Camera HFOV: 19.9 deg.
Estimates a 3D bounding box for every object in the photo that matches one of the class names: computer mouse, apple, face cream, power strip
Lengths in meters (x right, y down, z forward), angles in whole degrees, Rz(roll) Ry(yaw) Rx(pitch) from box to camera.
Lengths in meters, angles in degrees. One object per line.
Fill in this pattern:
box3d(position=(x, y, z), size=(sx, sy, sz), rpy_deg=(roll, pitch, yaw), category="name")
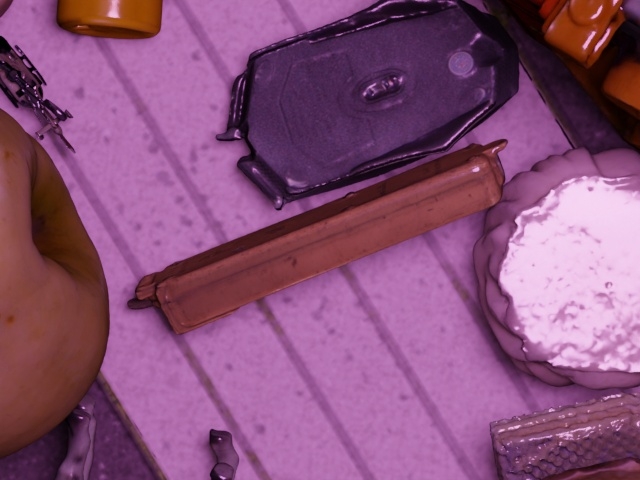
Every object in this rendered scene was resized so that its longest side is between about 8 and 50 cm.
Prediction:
box3d(position=(0.037, -0.100, 1.347), size=(0.231, 0.071, 0.126), rpy_deg=(-21, 76, 7), category="computer mouse")
box3d(position=(-0.274, 0.027, 1.250), size=(0.262, 0.262, 0.262), rpy_deg=(0, 88, -1), category="apple")
box3d(position=(-0.146, -0.289, 1.342), size=(0.078, 0.078, 0.273), rpy_deg=(4, 88, -1), category="face cream")
box3d(position=(0.000, 0.000, 1.325), size=(0.305, 0.064, 0.044), rpy_deg=(-21, 104, 8), category="power strip")

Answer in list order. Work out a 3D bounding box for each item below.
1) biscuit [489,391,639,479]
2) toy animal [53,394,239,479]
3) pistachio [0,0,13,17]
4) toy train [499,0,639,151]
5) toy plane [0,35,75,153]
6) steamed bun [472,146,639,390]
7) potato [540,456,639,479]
box3d(position=(0.253, 0.166, 1.319), size=(0.250, 0.046, 0.147), rpy_deg=(-11, 122, 1), category="biscuit")
box3d(position=(-0.171, 0.196, 1.322), size=(0.255, 0.090, 0.170), rpy_deg=(0, 105, 6), category="toy animal")
box3d(position=(-0.279, -0.283, 1.288), size=(0.226, 0.208, 0.331), rpy_deg=(6, 77, 41), category="pistachio")
box3d(position=(0.207, -0.171, 1.218), size=(0.232, 0.369, 0.163), rpy_deg=(37, 94, 20), category="toy train")
box3d(position=(-0.219, -0.112, 1.349), size=(0.031, 0.049, 0.120), rpy_deg=(-39, 89, -2), category="toy plane")
box3d(position=(0.197, 0.025, 1.327), size=(0.183, 0.106, 0.183), rpy_deg=(0, 88, 5), category="steamed bun")
box3d(position=(0.252, 0.390, 1.177), size=(0.385, 0.319, 0.442), rpy_deg=(-43, 101, 9), category="potato")
